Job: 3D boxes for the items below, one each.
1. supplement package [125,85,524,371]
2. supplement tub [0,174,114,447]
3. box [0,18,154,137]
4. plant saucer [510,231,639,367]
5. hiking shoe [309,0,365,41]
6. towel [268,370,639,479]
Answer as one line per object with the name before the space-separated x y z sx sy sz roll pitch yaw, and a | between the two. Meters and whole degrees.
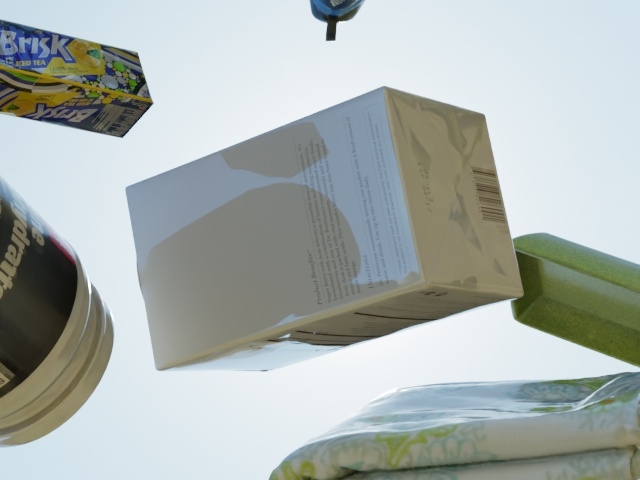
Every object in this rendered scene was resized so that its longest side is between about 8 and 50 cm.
supplement package | 0.000 0.000 1.558 0.293 0.177 0.175 -18 -14 32
supplement tub | -0.309 0.033 1.429 0.191 0.191 0.272 -47 -44 -8
box | -0.225 -0.134 1.437 0.169 0.059 0.054 10 -42 -40
plant saucer | 0.294 0.059 1.883 0.045 0.188 0.188 -61 -23 -21
hiking shoe | 0.029 -0.354 1.840 0.132 0.113 0.304 106 -178 -47
towel | 0.171 0.194 1.754 0.320 0.374 0.090 -8 -91 -69
